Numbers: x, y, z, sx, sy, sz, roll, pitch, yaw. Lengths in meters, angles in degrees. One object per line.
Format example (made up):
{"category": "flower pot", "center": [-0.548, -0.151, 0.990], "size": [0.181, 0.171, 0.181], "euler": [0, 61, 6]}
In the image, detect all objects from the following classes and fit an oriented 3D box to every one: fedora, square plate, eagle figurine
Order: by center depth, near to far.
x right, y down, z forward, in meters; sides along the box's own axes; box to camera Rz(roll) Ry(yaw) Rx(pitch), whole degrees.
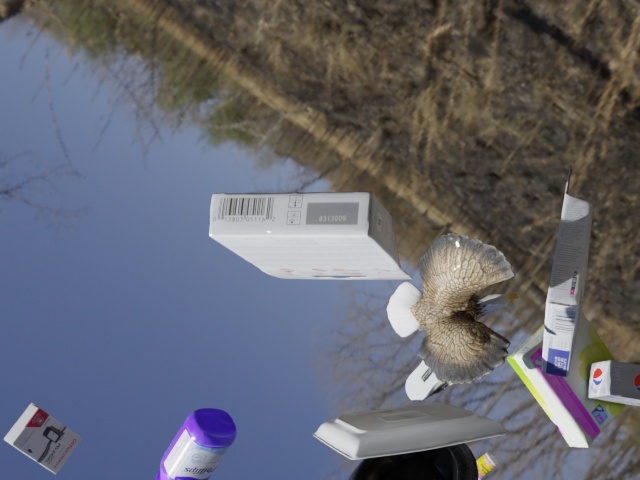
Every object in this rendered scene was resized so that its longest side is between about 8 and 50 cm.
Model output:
{"category": "eagle figurine", "center": [0.246, 0.123, 1.571], "size": [0.226, 0.225, 0.298], "euler": [45, -178, 11]}
{"category": "fedora", "center": [0.206, 0.563, 1.870], "size": [0.153, 0.334, 0.334], "euler": [66, 176, -24]}
{"category": "square plate", "center": [0.183, 0.409, 1.947], "size": [0.347, 0.049, 0.344], "euler": [-5, 178, -15]}

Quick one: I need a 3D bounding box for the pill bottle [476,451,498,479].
{"category": "pill bottle", "center": [0.409, 0.581, 2.249], "size": [0.043, 0.083, 0.043], "euler": [44, -170, -10]}

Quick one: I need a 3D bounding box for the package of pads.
{"category": "package of pads", "center": [0.657, 0.347, 2.284], "size": [0.297, 0.229, 0.101], "euler": [54, 157, -4]}

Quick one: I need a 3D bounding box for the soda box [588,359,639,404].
{"category": "soda box", "center": [0.824, 0.369, 2.224], "size": [0.286, 0.091, 0.098], "euler": [11, 163, -13]}

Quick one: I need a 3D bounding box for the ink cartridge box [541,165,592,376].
{"category": "ink cartridge box", "center": [0.522, 0.070, 1.849], "size": [0.071, 0.330, 0.324], "euler": [9, 151, 18]}

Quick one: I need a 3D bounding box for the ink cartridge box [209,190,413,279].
{"category": "ink cartridge box", "center": [0.000, 0.000, 1.726], "size": [0.308, 0.091, 0.385], "euler": [0, 166, 18]}

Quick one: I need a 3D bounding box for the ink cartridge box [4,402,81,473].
{"category": "ink cartridge box", "center": [-0.688, 0.494, 2.200], "size": [0.063, 0.109, 0.150], "euler": [5, 145, 51]}

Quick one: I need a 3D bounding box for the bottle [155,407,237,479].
{"category": "bottle", "center": [-0.293, 0.495, 1.958], "size": [0.118, 0.283, 0.092], "euler": [11, -148, -40]}

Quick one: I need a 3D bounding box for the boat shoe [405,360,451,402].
{"category": "boat shoe", "center": [0.256, 0.260, 1.833], "size": [0.070, 0.219, 0.078], "euler": [-11, -118, -36]}
